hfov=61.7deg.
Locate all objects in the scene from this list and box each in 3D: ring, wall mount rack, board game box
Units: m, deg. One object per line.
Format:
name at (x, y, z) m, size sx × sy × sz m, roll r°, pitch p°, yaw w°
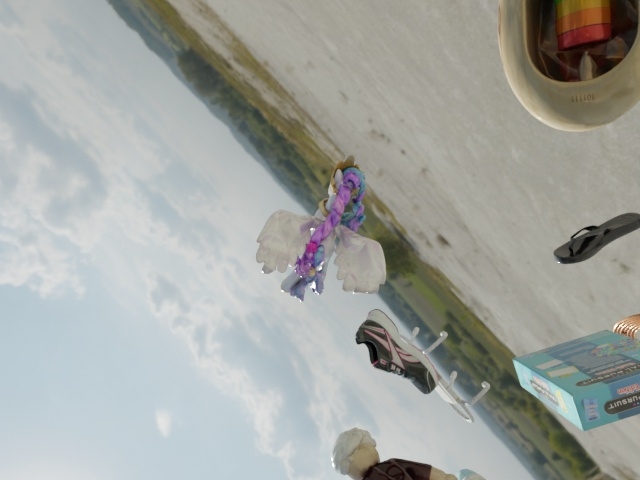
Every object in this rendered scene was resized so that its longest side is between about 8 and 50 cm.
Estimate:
ring at (1.032, 0.276, 1.541) m, size 0.336 × 0.032 × 0.336 m, roll 15°, pitch 153°, yaw 8°
wall mount rack at (0.380, 0.397, 1.702) m, size 0.350 × 0.130 × 0.304 m, roll 51°, pitch 167°, yaw 1°
board game box at (0.618, 0.299, 1.200) m, size 0.336 × 0.253 × 0.079 m, roll -4°, pitch -104°, yaw -89°

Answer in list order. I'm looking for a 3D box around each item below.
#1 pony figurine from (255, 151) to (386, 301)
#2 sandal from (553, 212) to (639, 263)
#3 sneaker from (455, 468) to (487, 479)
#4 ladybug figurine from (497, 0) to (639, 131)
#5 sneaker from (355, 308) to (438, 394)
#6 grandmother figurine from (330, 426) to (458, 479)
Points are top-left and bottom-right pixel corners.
pony figurine at (0.000, 0.000, 1.328) m, size 0.302 × 0.351 × 0.363 m, roll 19°, pitch 144°, yaw -7°
sandal at (0.709, -0.016, 1.392) m, size 0.054 × 0.254 × 0.097 m, roll 63°, pitch 172°, yaw -16°
sneaker at (0.514, 0.911, 1.715) m, size 0.150 × 0.135 × 0.366 m, roll 136°, pitch 126°, yaw -83°
ladybug figurine at (0.501, -0.429, 1.011) m, size 0.305 × 0.449 × 0.162 m, roll 3°, pitch -174°, yaw 36°
sneaker at (0.130, 0.216, 0.976) m, size 0.178 × 0.077 × 0.072 m, roll 45°, pitch 151°, yaw 9°
grandmother figurine at (0.136, 0.443, 0.889) m, size 0.207 × 0.104 × 0.342 m, roll -11°, pitch -148°, yaw -37°
